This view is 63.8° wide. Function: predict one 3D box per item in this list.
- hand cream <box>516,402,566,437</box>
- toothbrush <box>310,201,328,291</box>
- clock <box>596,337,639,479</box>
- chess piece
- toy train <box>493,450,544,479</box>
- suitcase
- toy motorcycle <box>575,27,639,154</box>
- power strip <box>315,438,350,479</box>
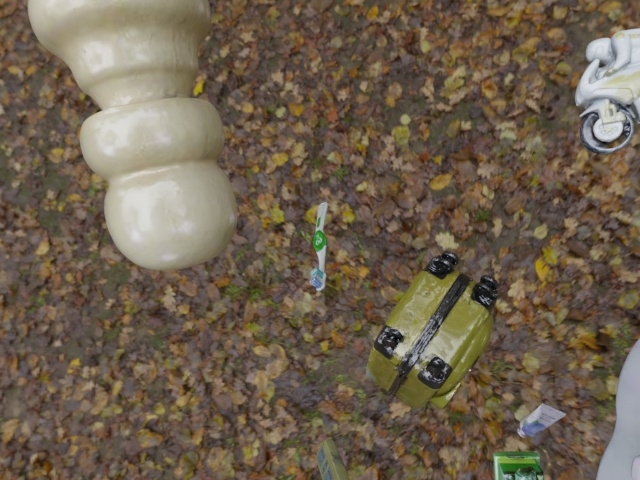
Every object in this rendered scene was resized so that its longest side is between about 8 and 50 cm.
[{"bbox_3d":[0.621,0.520,1.473,0.084,0.053,0.142,25,127,-11],"label":"hand cream"},{"bbox_3d":[0.001,0.001,1.006,0.030,0.030,0.304,-15,29,12],"label":"toothbrush"},{"bbox_3d":[0.507,0.269,0.675,0.339,0.102,0.338,-3,99,-18],"label":"clock"},{"bbox_3d":[-0.160,-0.119,0.481,0.167,0.167,0.299,-12,94,13],"label":"chess piece"},{"bbox_3d":[0.476,0.656,1.202,0.120,0.202,0.300,-3,93,10],"label":"toy train"},{"bbox_3d":[0.177,0.155,0.810,0.143,0.235,0.194,32,66,16],"label":"suitcase"},{"bbox_3d":[0.423,-0.222,0.673,0.229,0.074,0.151,-38,68,15],"label":"toy motorcycle"},{"bbox_3d":[0.058,0.804,1.656,0.066,0.387,0.092,18,105,-22],"label":"power strip"}]
